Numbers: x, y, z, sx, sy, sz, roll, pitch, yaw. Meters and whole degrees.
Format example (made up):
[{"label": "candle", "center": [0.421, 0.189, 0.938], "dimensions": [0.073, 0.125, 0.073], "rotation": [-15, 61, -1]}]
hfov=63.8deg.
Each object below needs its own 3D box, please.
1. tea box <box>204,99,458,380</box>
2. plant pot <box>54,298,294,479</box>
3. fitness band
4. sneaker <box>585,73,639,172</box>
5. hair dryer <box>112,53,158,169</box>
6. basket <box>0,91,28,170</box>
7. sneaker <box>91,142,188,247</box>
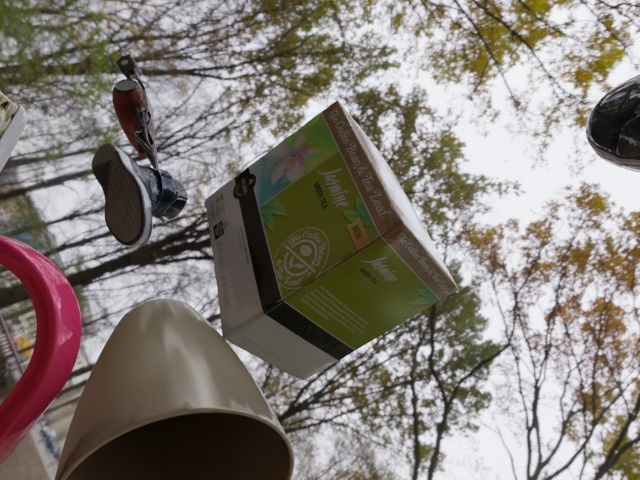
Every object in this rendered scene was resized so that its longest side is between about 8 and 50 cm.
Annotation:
[{"label": "tea box", "center": [0.000, 0.000, 0.890], "dimensions": [0.220, 0.323, 0.329], "rotation": [43, 19, -44]}, {"label": "plant pot", "center": [-0.193, 0.206, 0.661], "dimensions": [0.274, 0.256, 0.257], "rotation": [-123, -153, -54]}, {"label": "fitness band", "center": [-0.378, 0.130, 0.533], "dimensions": [0.209, 0.291, 0.054], "rotation": [39, 1, 10]}, {"label": "sneaker", "center": [0.344, -0.130, 0.401], "dimensions": [0.127, 0.126, 0.321], "rotation": [30, -9, -27]}, {"label": "hair dryer", "center": [-0.398, -0.241, 1.107], "dimensions": [0.293, 0.080, 0.224], "rotation": [164, -84, -77]}, {"label": "basket", "center": [-0.372, -0.087, 0.463], "dimensions": [0.113, 0.167, 0.103], "rotation": [11, -23, 13]}, {"label": "sneaker", "center": [-0.286, -0.057, 0.877], "dimensions": [0.163, 0.086, 0.226], "rotation": [37, 18, -52]}]
